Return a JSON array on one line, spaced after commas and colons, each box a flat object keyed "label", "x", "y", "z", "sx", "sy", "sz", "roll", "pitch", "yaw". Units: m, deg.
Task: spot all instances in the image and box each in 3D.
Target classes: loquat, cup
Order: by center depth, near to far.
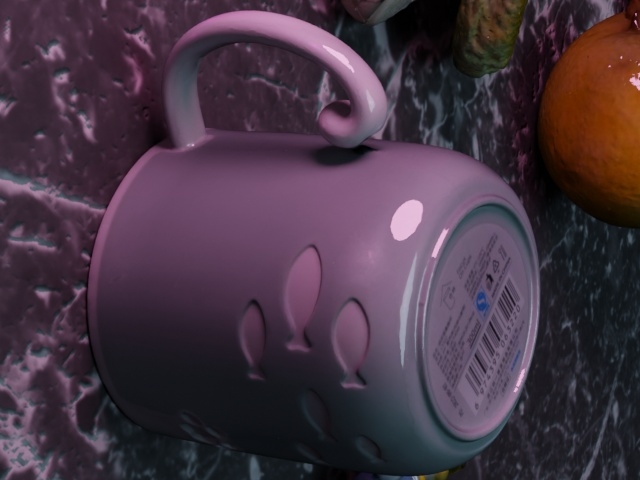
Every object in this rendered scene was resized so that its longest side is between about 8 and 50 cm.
[{"label": "cup", "x": 0.000, "y": 0.000, "z": 0.985, "sx": 0.259, "sy": 0.274, "sz": 0.357, "roll": -38, "pitch": 125, "yaw": -46}, {"label": "loquat", "x": 0.389, "y": -0.151, "z": 1.525, "sx": 0.275, "sy": 0.274, "sz": 0.275, "roll": -11, "pitch": 104, "yaw": -53}]

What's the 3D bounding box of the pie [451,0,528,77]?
[{"label": "pie", "x": 0.189, "y": -0.288, "z": 1.283, "sx": 0.277, "sy": 0.078, "sz": 0.277, "roll": 15, "pitch": 90, "yaw": -84}]

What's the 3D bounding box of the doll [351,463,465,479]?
[{"label": "doll", "x": 0.072, "y": 0.238, "z": 1.274, "sx": 0.241, "sy": 0.098, "sz": 0.135, "roll": -47, "pitch": 125, "yaw": -38}]

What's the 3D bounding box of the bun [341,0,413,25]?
[{"label": "bun", "x": 0.065, "y": -0.267, "z": 1.185, "sx": 0.094, "sy": 0.138, "sz": 0.138, "roll": 53, "pitch": 43, "yaw": 3}]
